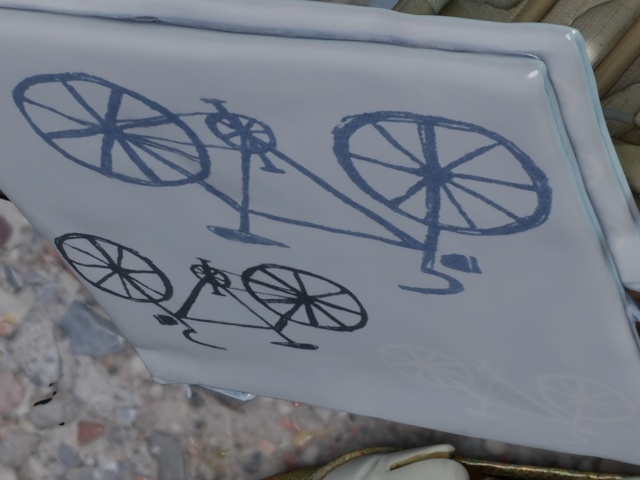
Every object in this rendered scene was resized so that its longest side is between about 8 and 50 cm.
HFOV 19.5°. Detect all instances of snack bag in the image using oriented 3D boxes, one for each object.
[{"bbox_3d":[0.000,0.000,0.846,0.323,0.342,0.037,7,61,27],"label":"snack bag"}]

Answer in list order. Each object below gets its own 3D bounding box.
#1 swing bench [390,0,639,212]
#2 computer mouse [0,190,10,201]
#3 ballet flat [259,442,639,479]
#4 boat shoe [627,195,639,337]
[{"bbox_3d":[0.213,-0.105,0.819,0.253,0.165,0.255,-49,48,-6],"label":"swing bench"},{"bbox_3d":[-0.173,-0.136,0.985,0.184,0.060,0.262,13,104,7],"label":"computer mouse"},{"bbox_3d":[0.098,0.158,0.967,0.348,0.123,0.123,7,103,5],"label":"ballet flat"},{"bbox_3d":[0.251,0.005,0.917,0.341,0.110,0.121,-15,99,12],"label":"boat shoe"}]
